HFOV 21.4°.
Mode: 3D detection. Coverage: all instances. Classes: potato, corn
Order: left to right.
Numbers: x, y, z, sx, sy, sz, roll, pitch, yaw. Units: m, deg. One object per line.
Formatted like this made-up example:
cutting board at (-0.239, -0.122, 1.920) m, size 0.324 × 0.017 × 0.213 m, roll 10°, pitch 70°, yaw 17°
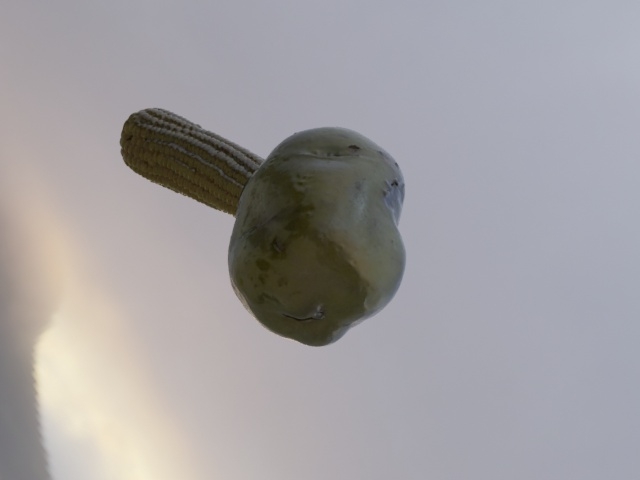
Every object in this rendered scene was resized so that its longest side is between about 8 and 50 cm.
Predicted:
corn at (-0.119, -0.073, 1.801) m, size 0.231 × 0.080 × 0.080 m, roll 28°, pitch -26°, yaw 27°
potato at (-0.004, -0.002, 1.441) m, size 0.200 × 0.137 × 0.154 m, roll -88°, pitch -160°, yaw -43°
